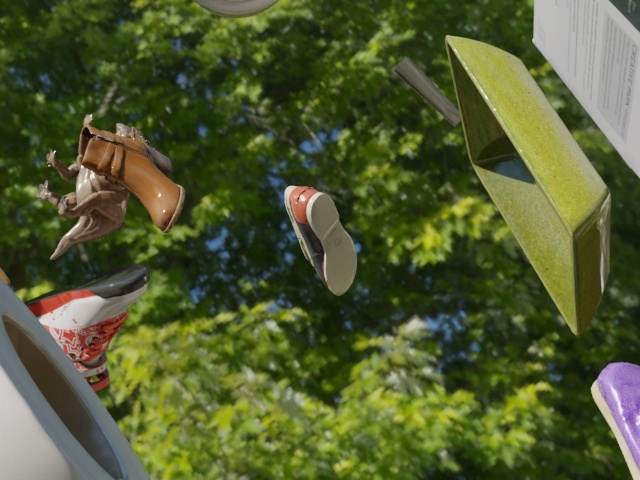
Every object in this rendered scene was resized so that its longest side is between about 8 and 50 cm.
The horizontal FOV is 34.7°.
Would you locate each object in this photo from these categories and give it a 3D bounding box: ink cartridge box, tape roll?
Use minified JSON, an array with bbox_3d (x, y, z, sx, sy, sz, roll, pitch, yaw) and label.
[{"bbox_3d":[0.308,-0.221,0.910,0.130,0.272,0.309,-24,-33,-4],"label":"ink cartridge box"},{"bbox_3d":[-0.220,0.140,0.727,0.100,0.286,0.286,-35,-36,-8],"label":"tape roll"}]

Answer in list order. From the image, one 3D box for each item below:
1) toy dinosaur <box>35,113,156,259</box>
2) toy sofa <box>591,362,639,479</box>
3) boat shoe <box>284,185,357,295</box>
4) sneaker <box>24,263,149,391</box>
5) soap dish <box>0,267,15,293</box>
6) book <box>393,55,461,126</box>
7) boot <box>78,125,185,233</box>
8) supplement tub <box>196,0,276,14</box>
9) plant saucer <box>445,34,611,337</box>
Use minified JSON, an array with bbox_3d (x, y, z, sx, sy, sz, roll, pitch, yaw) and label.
[{"bbox_3d":[-0.379,-0.095,1.820,0.200,0.127,0.296,24,-109,-42],"label":"toy dinosaur"},{"bbox_3d":[0.384,0.216,0.866,0.177,0.363,0.150,7,-45,-17],"label":"toy sofa"},{"bbox_3d":[0.000,0.000,1.039,0.049,0.043,0.137,-49,-42,-27],"label":"boat shoe"},{"bbox_3d":[-0.298,0.126,1.356,0.270,0.145,0.090,-17,9,37],"label":"sneaker"},{"bbox_3d":[-0.414,0.157,1.042,0.229,0.118,0.291,-55,-16,-48],"label":"soap dish"},{"bbox_3d":[0.194,-0.265,1.803,0.035,0.144,0.096,-46,4,14],"label":"book"},{"bbox_3d":[-0.294,-0.094,1.563,0.152,0.197,0.073,24,-67,-33],"label":"boot"},{"bbox_3d":[-0.144,-0.496,1.733,0.228,0.316,0.228,-1,-79,-4],"label":"supplement tub"},{"bbox_3d":[0.163,-0.044,0.763,0.045,0.188,0.188,-26,-30,1],"label":"plant saucer"}]
